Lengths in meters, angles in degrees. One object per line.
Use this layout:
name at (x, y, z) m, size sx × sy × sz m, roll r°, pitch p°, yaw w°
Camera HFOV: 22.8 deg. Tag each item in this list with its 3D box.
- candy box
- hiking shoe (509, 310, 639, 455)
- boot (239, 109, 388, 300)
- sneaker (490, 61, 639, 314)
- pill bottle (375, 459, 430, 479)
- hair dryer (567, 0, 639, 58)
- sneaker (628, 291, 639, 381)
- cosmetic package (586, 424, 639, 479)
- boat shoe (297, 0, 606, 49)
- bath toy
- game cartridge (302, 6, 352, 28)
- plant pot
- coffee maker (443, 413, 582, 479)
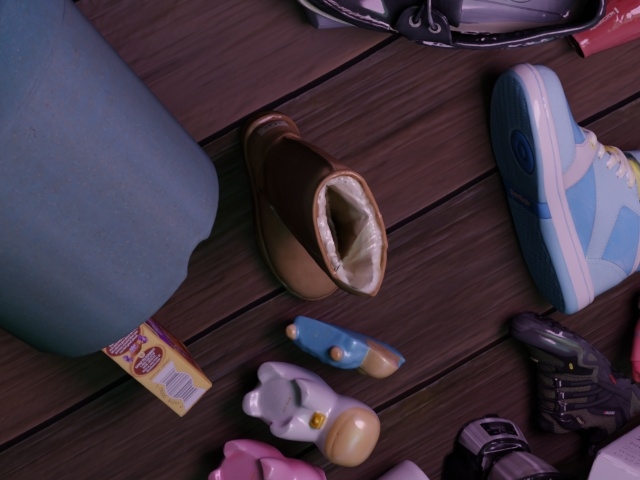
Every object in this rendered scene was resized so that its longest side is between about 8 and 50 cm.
candy box at (-0.204, 0.093, 1.645) m, size 0.053 × 0.109 × 0.187 m, roll -47°, pitch 119°, yaw 0°
hiking shoe at (0.292, 0.175, 1.884) m, size 0.227 × 0.086 × 0.114 m, roll 38°, pitch 88°, yaw -29°
boot at (0.000, 0.000, 1.601) m, size 0.089 × 0.269 × 0.236 m, roll -27°, pitch 115°, yaw -9°
sneaker at (0.315, -0.088, 1.781) m, size 0.208 × 0.127 × 0.319 m, roll -24°, pitch 125°, yaw -10°
pill bottle at (0.048, 0.370, 1.831) m, size 0.229 × 0.131 × 0.131 m, roll -35°, pitch 117°, yaw -7°
hair dryer at (0.418, -0.231, 1.735) m, size 0.294 × 0.080 × 0.223 m, roll 4°, pitch 70°, yaw 12°
sneaker at (0.498, 0.168, 1.935) m, size 0.314 × 0.116 × 0.136 m, roll 25°, pitch 78°, yaw -19°
cosmetic package at (0.436, 0.315, 1.814) m, size 0.385 × 0.217 × 0.156 m, roll -12°, pitch 123°, yaw -65°
boat shoe at (0.137, -0.253, 1.597) m, size 0.340 × 0.113 × 0.127 m, roll 9°, pitch 105°, yaw -24°
bath toy at (-0.037, 0.257, 1.767) m, size 0.348 × 0.151 × 0.129 m, roll -60°, pitch 153°, yaw 7°
game cartridge at (0.058, -0.365, 1.619) m, size 0.196 × 0.060 × 0.294 m, roll -6°, pitch 111°, yaw -15°
plant pot at (-0.290, -0.080, 1.444) m, size 0.341 × 0.341 × 0.334 m, roll -46°, pitch 126°, yaw -1°
coffee maker at (0.214, 0.313, 1.849) m, size 0.120 × 0.178 × 0.171 m, roll 27°, pitch 96°, yaw -22°
